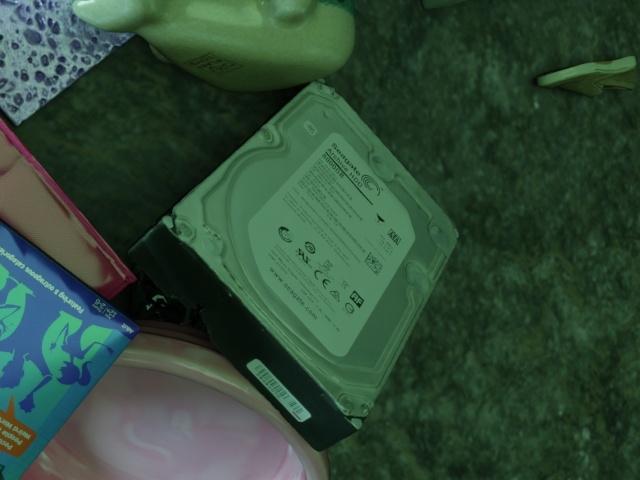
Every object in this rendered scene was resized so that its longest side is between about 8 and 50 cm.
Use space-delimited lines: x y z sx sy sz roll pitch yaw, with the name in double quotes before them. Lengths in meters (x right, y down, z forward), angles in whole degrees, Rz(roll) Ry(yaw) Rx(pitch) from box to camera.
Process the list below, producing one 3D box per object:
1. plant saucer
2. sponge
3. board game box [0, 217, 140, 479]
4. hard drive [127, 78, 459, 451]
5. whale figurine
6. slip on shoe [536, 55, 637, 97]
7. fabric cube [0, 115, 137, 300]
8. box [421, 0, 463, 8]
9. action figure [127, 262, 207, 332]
"plant saucer" -0.152 0.189 0.883 0.332 0.084 0.332 5 132 5
"sponge" -0.253 -0.218 0.905 0.210 0.031 0.117 -41 108 -11
"board game box" -0.258 0.095 0.663 0.160 0.047 0.210 40 83 -20
"hard drive" 0.000 0.000 0.873 0.237 0.064 0.339 48 35 -7
"whale figurine" -0.090 -0.227 0.866 0.272 0.216 0.141 4 82 -43
"slip on shoe" 0.318 -0.189 1.105 0.135 0.051 0.041 -14 98 -26
"fabric cube" -0.349 0.001 0.777 0.258 0.254 0.259 -40 108 -10
"box" 0.243 -0.337 1.028 0.275 0.113 0.094 -19 103 -15
"action figure" -0.092 0.076 0.936 0.275 0.141 0.164 -17 123 -20
